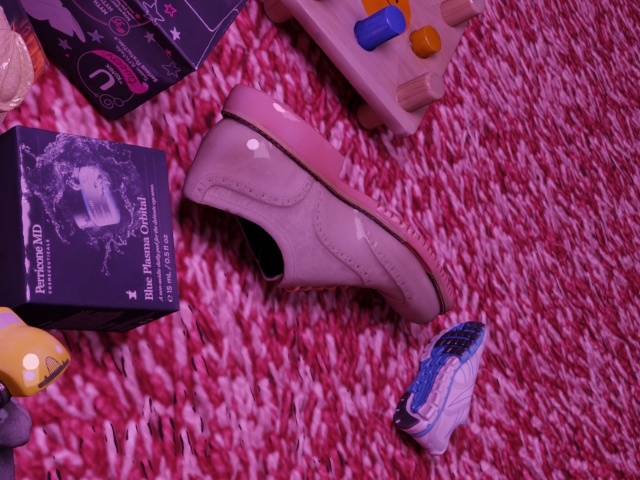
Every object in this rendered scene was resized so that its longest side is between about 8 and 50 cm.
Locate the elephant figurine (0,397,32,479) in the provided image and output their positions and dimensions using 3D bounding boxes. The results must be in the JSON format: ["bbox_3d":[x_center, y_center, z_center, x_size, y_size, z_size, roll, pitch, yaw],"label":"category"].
[{"bbox_3d":[-0.254,0.222,0.788,0.186,0.169,0.240,-24,110,-20],"label":"elephant figurine"}]

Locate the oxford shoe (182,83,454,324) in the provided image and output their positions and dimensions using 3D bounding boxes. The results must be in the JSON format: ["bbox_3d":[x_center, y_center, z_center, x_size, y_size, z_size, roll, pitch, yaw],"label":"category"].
[{"bbox_3d":[0.000,0.000,1.177,0.397,0.140,0.147,41,80,-34],"label":"oxford shoe"}]

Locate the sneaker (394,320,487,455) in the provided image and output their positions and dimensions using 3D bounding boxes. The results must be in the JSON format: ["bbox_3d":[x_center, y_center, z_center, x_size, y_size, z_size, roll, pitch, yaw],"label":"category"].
[{"bbox_3d":[0.157,0.179,1.296,0.083,0.071,0.191,55,52,-25],"label":"sneaker"}]

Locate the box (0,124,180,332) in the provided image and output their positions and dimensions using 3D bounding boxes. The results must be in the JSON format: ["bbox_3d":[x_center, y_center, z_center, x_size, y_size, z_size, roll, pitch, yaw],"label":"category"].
[{"bbox_3d":[-0.217,-0.005,0.947,0.158,0.093,0.156,6,70,-44],"label":"box"}]

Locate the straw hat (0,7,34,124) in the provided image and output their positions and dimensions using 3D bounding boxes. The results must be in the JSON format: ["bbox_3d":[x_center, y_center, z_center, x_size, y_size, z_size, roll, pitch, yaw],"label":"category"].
[{"bbox_3d":[-0.263,-0.135,0.852,0.144,0.061,0.145,6,90,-67],"label":"straw hat"}]

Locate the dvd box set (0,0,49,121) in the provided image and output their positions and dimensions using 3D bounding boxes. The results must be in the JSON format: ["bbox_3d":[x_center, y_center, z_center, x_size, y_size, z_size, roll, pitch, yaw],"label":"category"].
[{"bbox_3d":[-0.376,-0.126,0.753,0.420,0.062,0.308,-62,148,-40],"label":"dvd box set"}]

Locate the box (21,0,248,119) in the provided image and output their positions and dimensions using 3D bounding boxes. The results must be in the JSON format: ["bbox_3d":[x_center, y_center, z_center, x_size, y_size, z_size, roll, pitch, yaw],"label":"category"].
[{"bbox_3d":[-0.209,-0.272,1.023,0.247,0.142,0.163,48,44,-23],"label":"box"}]

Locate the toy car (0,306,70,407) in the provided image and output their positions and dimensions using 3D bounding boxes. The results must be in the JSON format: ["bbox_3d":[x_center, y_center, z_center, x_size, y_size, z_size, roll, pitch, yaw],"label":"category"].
[{"bbox_3d":[-0.296,0.072,0.771,0.225,0.239,0.053,-112,-175,-68],"label":"toy car"}]

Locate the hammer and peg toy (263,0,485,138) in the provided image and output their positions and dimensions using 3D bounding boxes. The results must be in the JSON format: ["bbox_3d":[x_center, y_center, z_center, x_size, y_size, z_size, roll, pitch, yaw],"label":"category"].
[{"bbox_3d":[0.035,-0.325,1.312,0.361,0.127,0.266,46,49,-24],"label":"hammer and peg toy"}]
